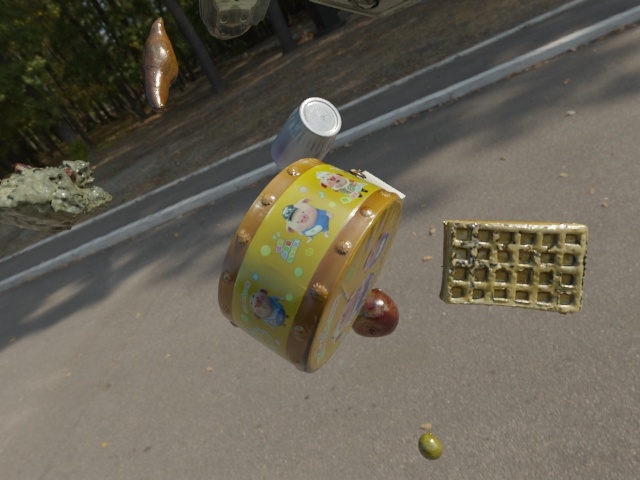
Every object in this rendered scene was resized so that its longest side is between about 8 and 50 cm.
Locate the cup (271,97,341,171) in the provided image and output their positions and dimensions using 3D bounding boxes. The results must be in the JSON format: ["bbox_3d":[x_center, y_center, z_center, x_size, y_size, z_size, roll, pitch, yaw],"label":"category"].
[{"bbox_3d":[-0.071,-0.487,1.938,0.253,0.253,0.371,-44,2,-29],"label":"cup"}]

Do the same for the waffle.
[{"bbox_3d":[0.543,0.073,1.174,0.376,0.261,0.114,2,5,9],"label":"waffle"}]

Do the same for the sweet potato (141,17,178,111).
[{"bbox_3d":[-0.501,-0.538,1.268,0.112,0.112,0.359,-12,74,26],"label":"sweet potato"}]

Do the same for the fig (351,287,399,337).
[{"bbox_3d":[0.200,0.266,1.526,0.205,0.205,0.205,-21,28,12],"label":"fig"}]

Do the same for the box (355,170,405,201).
[{"bbox_3d":[0.196,-0.096,1.789,0.225,0.341,0.143,36,46,21],"label":"box"}]

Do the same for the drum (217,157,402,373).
[{"bbox_3d":[-0.005,0.047,0.880,0.214,0.431,0.431,27,51,18],"label":"drum"}]

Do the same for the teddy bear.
[{"bbox_3d":[-0.717,-0.129,1.056,0.367,0.224,0.357,1,1,38],"label":"teddy bear"}]

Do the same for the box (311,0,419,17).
[{"bbox_3d":[0.096,-0.560,0.864,0.227,0.130,0.162,-4,12,-29],"label":"box"}]

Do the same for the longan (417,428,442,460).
[{"bbox_3d":[0.320,0.594,1.185,0.075,0.075,0.083,-11,41,27],"label":"longan"}]

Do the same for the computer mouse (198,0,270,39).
[{"bbox_3d":[-0.226,-0.688,1.022,0.199,0.115,0.389,-24,-18,-30],"label":"computer mouse"}]
